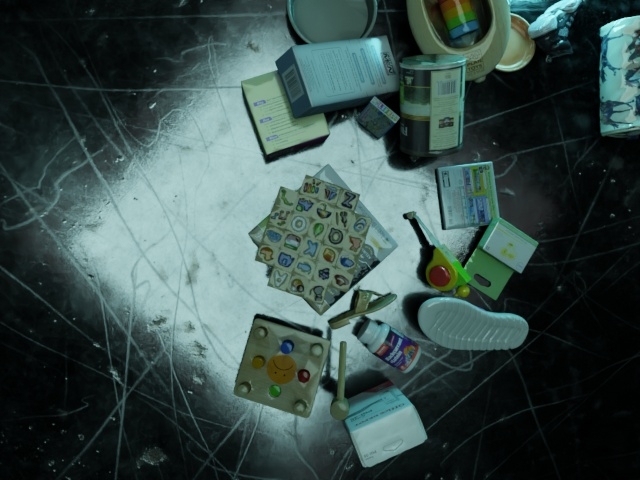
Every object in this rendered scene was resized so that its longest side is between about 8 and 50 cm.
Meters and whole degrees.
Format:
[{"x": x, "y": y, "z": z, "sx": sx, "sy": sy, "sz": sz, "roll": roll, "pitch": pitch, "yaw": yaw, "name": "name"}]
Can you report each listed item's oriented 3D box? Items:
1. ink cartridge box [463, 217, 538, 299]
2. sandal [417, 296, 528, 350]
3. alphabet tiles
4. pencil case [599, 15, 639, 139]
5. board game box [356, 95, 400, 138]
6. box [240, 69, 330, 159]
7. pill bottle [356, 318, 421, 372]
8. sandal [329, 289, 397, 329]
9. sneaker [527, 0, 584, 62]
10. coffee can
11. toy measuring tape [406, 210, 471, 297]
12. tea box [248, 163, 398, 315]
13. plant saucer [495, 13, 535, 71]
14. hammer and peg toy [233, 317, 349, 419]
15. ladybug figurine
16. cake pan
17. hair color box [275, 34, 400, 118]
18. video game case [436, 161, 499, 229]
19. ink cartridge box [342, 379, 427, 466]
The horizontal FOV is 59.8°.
[{"x": 0.596, "y": 0.065, "z": 1.862, "sx": 0.171, "sy": 0.056, "sz": 0.235, "roll": 31, "pitch": 87, "yaw": -12, "name": "ink cartridge box"}, {"x": 0.492, "y": 0.279, "z": 1.845, "sx": 0.417, "sy": 0.102, "sz": 0.169, "roll": 16, "pitch": 103, "yaw": -19, "name": "sandal"}, {"x": -0.019, "y": -0.002, "z": 1.607, "sx": 0.285, "sy": 0.011, "sz": 0.342, "roll": 19, "pitch": 87, "yaw": -5, "name": "alphabet tiles"}, {"x": 1.042, "y": -0.552, "z": 1.874, "sx": 0.184, "sy": 0.160, "sz": 0.409, "roll": 0, "pitch": 90, "yaw": 3, "name": "pencil case"}, {"x": 0.181, "y": -0.390, "z": 1.780, "sx": 0.103, "sy": 0.154, "sz": 0.026, "roll": 38, "pitch": 75, "yaw": -5, "name": "board game box"}, {"x": -0.113, "y": -0.409, "z": 1.767, "sx": 0.214, "sy": 0.117, "sz": 0.242, "roll": -20, "pitch": 93, "yaw": -6, "name": "box"}, {"x": 0.219, "y": 0.337, "z": 1.803, "sx": 0.194, "sy": 0.108, "sz": 0.108, "roll": 33, "pitch": 86, "yaw": -5, "name": "pill bottle"}, {"x": 0.128, "y": 0.202, "z": 1.804, "sx": 0.240, "sy": 0.088, "sz": 0.079, "roll": -27, "pitch": 98, "yaw": -1, "name": "sandal"}, {"x": 0.816, "y": -0.712, "z": 1.888, "sx": 0.269, "sy": 0.101, "sz": 0.153, "roll": -41, "pitch": 114, "yaw": -21, "name": "sneaker"}, {"x": 0.345, "y": -0.421, "z": 1.726, "sx": 0.202, "sy": 0.201, "sz": 0.275, "roll": -7, "pitch": 116, "yaw": -6, "name": "coffee can"}, {"x": 0.368, "y": 0.059, "z": 1.836, "sx": 0.121, "sy": 0.121, "sz": 0.330, "roll": -36, "pitch": 77, "yaw": -5, "name": "toy measuring tape"}, {"x": 0.000, "y": 0.000, "z": 1.725, "sx": 0.324, "sy": 0.220, "sz": 0.329, "roll": -41, "pitch": 93, "yaw": -6, "name": "tea box"}, {"x": 0.630, "y": -0.669, "z": 1.892, "sx": 0.200, "sy": 0.037, "sz": 0.199, "roll": 0, "pitch": 89, "yaw": -6, "name": "plant saucer"}, {"x": -0.066, "y": 0.406, "z": 1.735, "sx": 0.362, "sy": 0.127, "sz": 0.265, "roll": 15, "pitch": 88, "yaw": 5, "name": "hammer and peg toy"}, {"x": 0.440, "y": -0.722, "z": 1.789, "sx": 0.305, "sy": 0.162, "sz": 0.449, "roll": -16, "pitch": 97, "yaw": 12, "name": "ladybug figurine"}, {"x": 0.036, "y": -0.754, "z": 1.817, "sx": 0.294, "sy": 0.054, "sz": 0.293, "roll": 0, "pitch": 90, "yaw": -6, "name": "cake pan"}, {"x": 0.066, "y": -0.508, "z": 1.713, "sx": 0.375, "sy": 0.114, "sz": 0.185, "roll": -20, "pitch": 92, "yaw": -33, "name": "hair color box"}, {"x": 0.500, "y": -0.151, "z": 1.881, "sx": 0.194, "sy": 0.023, "sz": 0.212, "roll": -7, "pitch": 90, "yaw": -6, "name": "video game case"}, {"x": 0.180, "y": 0.553, "z": 1.709, "sx": 0.207, "sy": 0.283, "sz": 0.117, "roll": -22, "pitch": 92, "yaw": -6, "name": "ink cartridge box"}]
